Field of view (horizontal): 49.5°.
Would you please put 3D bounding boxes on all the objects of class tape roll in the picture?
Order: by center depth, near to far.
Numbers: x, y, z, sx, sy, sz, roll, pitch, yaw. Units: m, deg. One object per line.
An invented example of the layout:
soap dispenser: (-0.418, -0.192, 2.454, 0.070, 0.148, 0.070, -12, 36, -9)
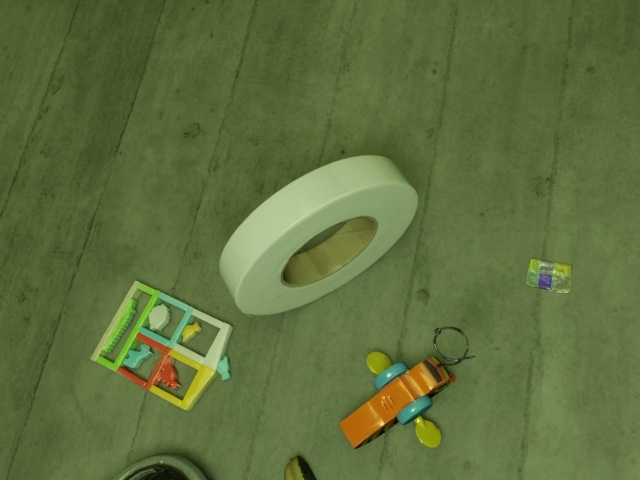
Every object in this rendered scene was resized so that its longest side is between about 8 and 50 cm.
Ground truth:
tape roll: (0.000, 0.000, 1.276, 0.392, 0.392, 0.072, -32, 68, -1)

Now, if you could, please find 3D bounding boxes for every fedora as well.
fedora: (-0.298, 0.539, 1.271, 0.243, 0.124, 0.276, -6, 57, 6)

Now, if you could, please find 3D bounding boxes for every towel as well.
towel: (0.449, 0.068, 1.360, 0.083, 0.009, 0.060, 11, 73, 15)

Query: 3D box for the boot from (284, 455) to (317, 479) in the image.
boot: (-0.112, 0.551, 1.253, 0.269, 0.089, 0.236, -25, 62, 5)

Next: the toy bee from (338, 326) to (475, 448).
toy bee: (0.183, 0.281, 1.277, 0.298, 0.162, 0.195, -24, 73, 29)

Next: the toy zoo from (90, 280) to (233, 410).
toy zoo: (-0.313, 0.224, 1.447, 0.293, 0.030, 0.192, 23, 76, 19)
